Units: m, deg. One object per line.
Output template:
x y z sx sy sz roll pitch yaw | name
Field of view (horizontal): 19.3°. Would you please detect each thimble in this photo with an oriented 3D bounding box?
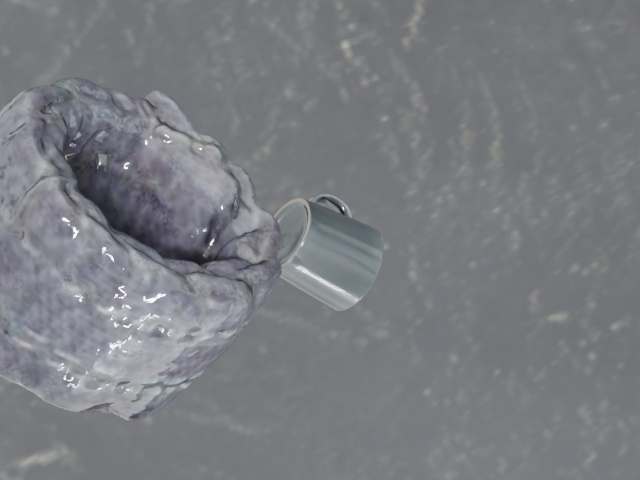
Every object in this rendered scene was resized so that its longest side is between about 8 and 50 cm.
-0.098 0.002 0.863 0.150 0.150 0.098 48 121 13 | thimble

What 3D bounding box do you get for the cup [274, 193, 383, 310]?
0.000 0.000 1.592 0.078 0.077 0.100 -36 39 38 | cup
